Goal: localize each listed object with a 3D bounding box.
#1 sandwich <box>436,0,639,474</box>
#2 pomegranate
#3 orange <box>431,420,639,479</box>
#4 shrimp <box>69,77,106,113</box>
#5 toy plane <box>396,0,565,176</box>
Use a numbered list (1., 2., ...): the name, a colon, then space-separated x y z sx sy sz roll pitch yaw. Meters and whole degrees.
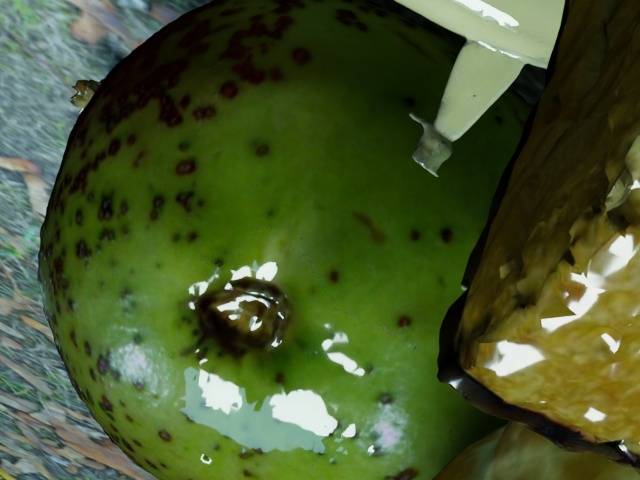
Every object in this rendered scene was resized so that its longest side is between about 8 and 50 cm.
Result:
1. sandwich: 0.180 -0.002 0.483 0.273 0.249 0.095 30 130 -10
2. pomegranate: 0.000 0.000 0.785 0.214 0.214 0.248 27 -164 -1
3. orange: 0.169 0.162 0.648 0.329 0.249 0.329 -8 149 -5
4. shrimp: -0.047 -0.029 0.929 0.184 0.043 0.091 34 157 -30
5. toy plane: -0.007 -0.122 0.582 0.256 0.104 0.242 42 175 -1
